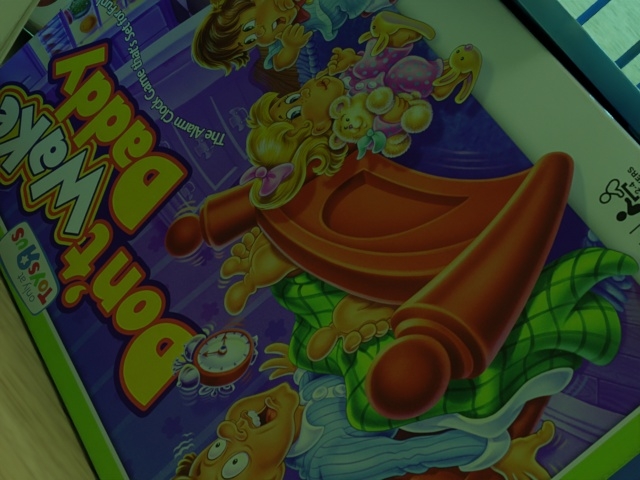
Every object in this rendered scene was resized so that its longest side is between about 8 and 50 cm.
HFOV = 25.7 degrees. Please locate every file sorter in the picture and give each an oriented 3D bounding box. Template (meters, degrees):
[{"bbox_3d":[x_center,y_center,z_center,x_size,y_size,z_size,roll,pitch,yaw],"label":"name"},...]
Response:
[{"bbox_3d":[0.122,-0.115,0.551,0.170,0.104,0.118,51,10,10],"label":"file sorter"}]

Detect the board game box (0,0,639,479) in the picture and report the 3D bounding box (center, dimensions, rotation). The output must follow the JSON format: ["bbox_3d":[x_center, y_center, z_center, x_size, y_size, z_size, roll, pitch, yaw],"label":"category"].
[{"bbox_3d":[0.000,0.000,0.567,0.078,0.233,0.347,37,14,-51],"label":"board game box"}]

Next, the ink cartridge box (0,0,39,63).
[{"bbox_3d":[-0.209,-0.156,0.568,0.219,0.092,0.160,34,12,-17],"label":"ink cartridge box"}]

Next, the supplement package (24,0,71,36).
[{"bbox_3d":[-0.085,-0.178,0.904,0.149,0.194,0.203,40,-5,-41],"label":"supplement package"}]
